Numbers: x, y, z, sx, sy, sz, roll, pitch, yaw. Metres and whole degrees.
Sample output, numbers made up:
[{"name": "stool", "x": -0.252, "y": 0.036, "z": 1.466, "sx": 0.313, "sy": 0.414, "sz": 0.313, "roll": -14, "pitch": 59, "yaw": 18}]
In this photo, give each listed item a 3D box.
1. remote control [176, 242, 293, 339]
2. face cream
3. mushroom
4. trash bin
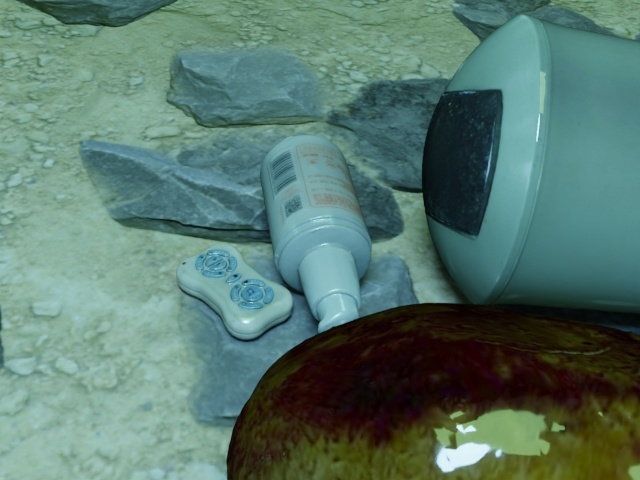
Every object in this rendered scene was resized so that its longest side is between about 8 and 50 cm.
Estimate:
[{"name": "remote control", "x": -0.087, "y": 0.048, "z": 0.792, "sx": 0.074, "sy": 0.032, "sz": 0.122, "roll": -30, "pitch": 50, "yaw": -34}, {"name": "face cream", "x": 0.000, "y": 0.000, "z": 0.805, "sx": 0.101, "sy": 0.101, "sz": 0.251, "roll": -4, "pitch": 41, "yaw": -10}, {"name": "mushroom", "x": 0.123, "y": 0.143, "z": 0.526, "sx": 0.345, "sy": 0.239, "sz": 0.345, "roll": 29, "pitch": 10, "yaw": -5}, {"name": "trash bin", "x": 0.315, "y": -0.057, "z": 0.775, "sx": 0.432, "sy": 0.280, "sz": 0.280, "roll": 7, "pitch": 40, "yaw": -2}]
